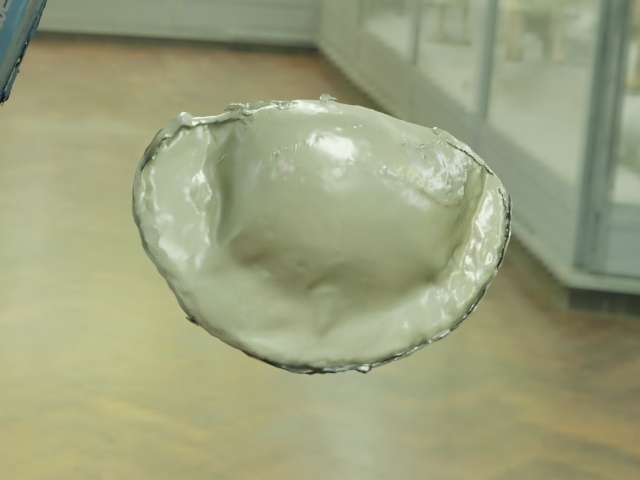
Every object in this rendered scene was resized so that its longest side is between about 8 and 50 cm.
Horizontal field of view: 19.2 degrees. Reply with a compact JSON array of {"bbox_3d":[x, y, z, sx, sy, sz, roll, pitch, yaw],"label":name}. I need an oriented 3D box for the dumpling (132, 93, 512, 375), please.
[{"bbox_3d":[0.000,0.000,1.210,0.247,0.172,0.142,7,-9,-9],"label":"dumpling"}]

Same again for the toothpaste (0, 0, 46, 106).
[{"bbox_3d":[-0.183,-0.029,0.820,0.053,0.272,0.066,28,32,-4],"label":"toothpaste"}]
